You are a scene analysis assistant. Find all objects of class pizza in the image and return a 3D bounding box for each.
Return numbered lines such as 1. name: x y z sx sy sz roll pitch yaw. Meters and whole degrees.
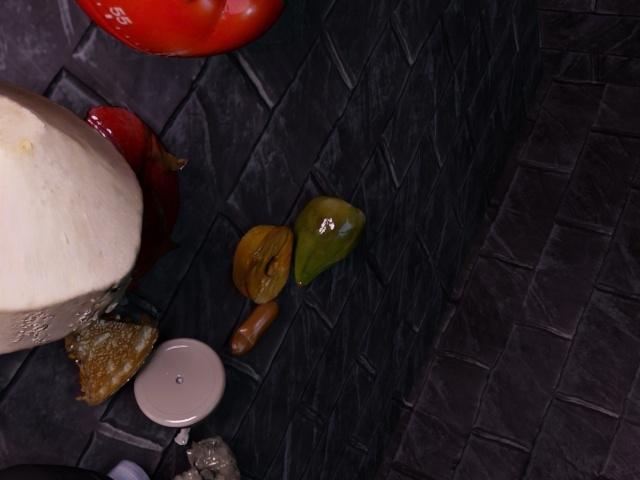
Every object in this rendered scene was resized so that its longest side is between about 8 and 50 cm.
1. pizza: -0.389 0.177 1.179 0.188 0.062 0.199 -50 138 -23

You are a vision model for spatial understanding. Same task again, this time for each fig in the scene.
1. fig: 0.003 -0.014 1.685 0.233 0.167 0.167 -40 156 15

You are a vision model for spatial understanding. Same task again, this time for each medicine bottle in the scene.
1. medicine bottle: -0.419 0.515 1.283 0.203 0.083 0.083 -43 140 -40

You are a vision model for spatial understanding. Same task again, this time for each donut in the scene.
1. donut: -0.134 0.048 1.545 0.174 0.075 0.190 -46 146 -42

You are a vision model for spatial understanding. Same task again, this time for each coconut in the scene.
1. coconut: -0.372 -0.030 0.769 0.352 0.353 0.352 -37 136 -48

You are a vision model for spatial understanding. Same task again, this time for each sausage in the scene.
1. sausage: -0.158 0.205 1.608 0.062 0.054 0.183 49 59 -21

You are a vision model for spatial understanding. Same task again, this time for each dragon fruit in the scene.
1. dragon fruit: -0.312 -0.045 1.157 0.282 0.100 0.343 -5 110 -64

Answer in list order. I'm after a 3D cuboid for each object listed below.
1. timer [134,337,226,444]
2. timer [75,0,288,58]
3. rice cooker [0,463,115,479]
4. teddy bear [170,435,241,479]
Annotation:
1. timer: -0.273 0.329 1.409 0.175 0.175 0.266 -58 167 -25
2. timer: -0.198 -0.448 0.941 0.378 0.279 0.378 -33 132 -47
3. rice cooker: -0.437 0.488 1.066 0.224 0.267 0.267 28 80 -60
4. teddy bear: -0.323 0.645 1.451 0.367 0.224 0.357 -6 113 -44
